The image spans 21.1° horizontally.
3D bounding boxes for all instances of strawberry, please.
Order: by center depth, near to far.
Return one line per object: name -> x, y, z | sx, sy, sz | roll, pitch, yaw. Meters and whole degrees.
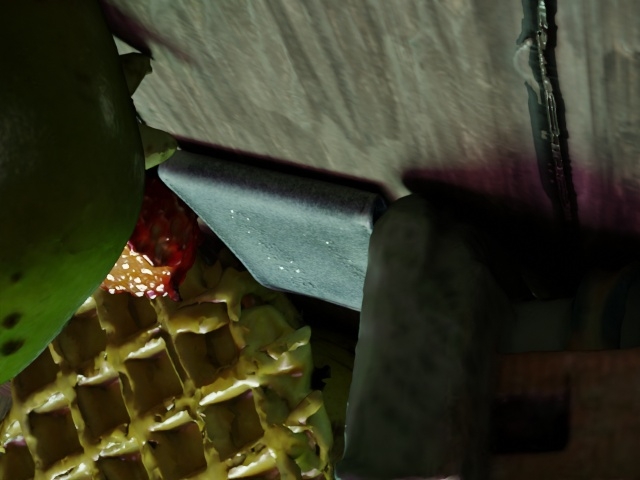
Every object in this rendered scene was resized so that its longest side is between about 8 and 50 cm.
strawberry -> -0.153, -0.014, 1.229 | 0.145, 0.086, 0.145 | 18, 168, 4

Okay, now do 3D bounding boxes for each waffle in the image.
waffle -> -0.138, 0.177, 1.399 | 0.382, 0.379, 0.095 | 20, -165, 38

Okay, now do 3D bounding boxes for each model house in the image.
model house -> 0.216, 0.095, 1.016 | 0.325, 0.194, 0.267 | -4, 154, 29

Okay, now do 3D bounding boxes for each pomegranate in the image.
pomegranate -> -0.193, -0.054, 0.844 | 0.260, 0.260, 0.341 | 14, -163, 26

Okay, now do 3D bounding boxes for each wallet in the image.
wallet -> -0.001, 0.002, 1.181 | 0.167, 0.036, 0.222 | 14, 165, 24

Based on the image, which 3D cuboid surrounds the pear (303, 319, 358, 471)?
pear -> -0.018, 0.203, 1.537 | 0.284, 0.283, 0.283 | 19, 167, 5
